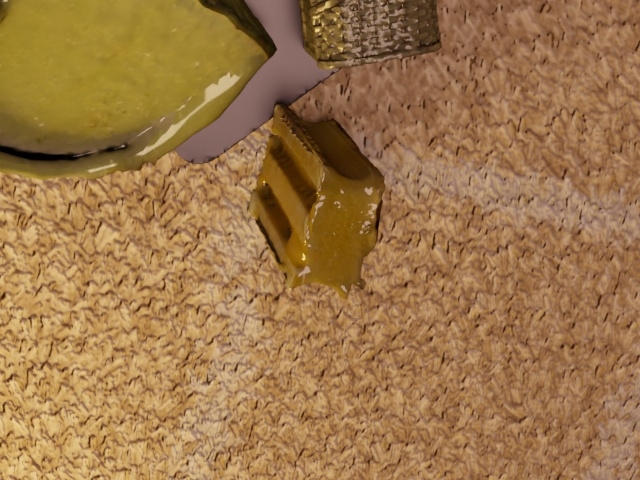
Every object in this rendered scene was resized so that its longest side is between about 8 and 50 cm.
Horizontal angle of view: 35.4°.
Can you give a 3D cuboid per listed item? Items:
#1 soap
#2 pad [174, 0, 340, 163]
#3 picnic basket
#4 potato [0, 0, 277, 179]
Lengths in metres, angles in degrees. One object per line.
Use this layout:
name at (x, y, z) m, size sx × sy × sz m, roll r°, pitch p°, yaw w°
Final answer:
soap at (-0.008, -0.046, 1.040) m, size 0.076 × 0.233 × 0.135 m, roll 10°, pitch 109°, yaw -20°
pad at (-0.084, -0.217, 1.090) m, size 0.267 × 0.004 × 0.181 m, roll -34°, pitch 111°, yaw 6°
picnic basket at (0.044, -0.282, 1.001) m, size 0.134 × 0.154 × 0.196 m, roll -9°, pitch 108°, yaw -7°
potato at (-0.254, -0.219, 0.964) m, size 0.280 × 0.212 × 0.330 m, roll -42°, pitch 146°, yaw 13°
